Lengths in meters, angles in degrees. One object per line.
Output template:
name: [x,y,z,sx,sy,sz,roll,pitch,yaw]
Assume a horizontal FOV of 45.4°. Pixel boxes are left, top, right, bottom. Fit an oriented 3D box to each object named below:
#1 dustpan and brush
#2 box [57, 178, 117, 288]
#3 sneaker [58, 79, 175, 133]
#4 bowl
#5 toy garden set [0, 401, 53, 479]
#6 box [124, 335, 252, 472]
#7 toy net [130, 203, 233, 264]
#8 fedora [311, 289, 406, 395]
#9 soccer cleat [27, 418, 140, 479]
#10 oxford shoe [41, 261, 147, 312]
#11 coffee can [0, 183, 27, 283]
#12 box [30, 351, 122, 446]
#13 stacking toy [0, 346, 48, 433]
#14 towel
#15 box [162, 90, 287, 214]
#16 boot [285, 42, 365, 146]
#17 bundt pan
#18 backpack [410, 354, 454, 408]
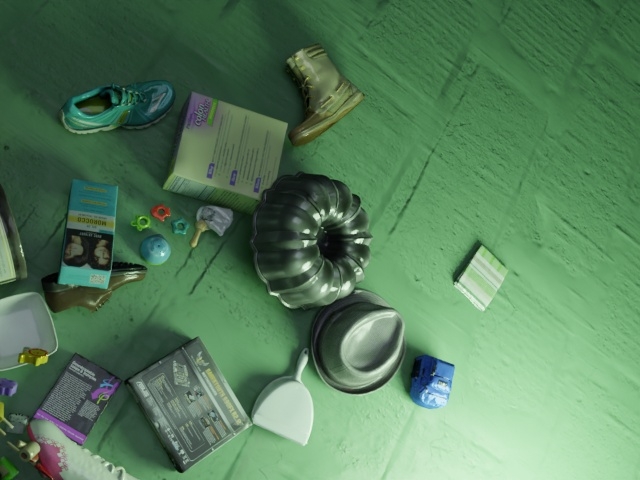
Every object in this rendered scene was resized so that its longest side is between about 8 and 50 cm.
dustpan and brush: [-0.063,0.344,1.760,0.147,0.060,0.211,28,73,-15]
box: [-0.489,-0.017,1.617,0.100,0.060,0.244,8,48,-20]
sneaker: [-0.453,-0.309,1.741,0.275,0.110,0.107,-21,84,-27]
bowl: [-0.621,0.187,1.560,0.141,0.053,0.142,-18,84,-26]
toy garden set: [-0.615,0.406,1.427,0.244,0.203,0.049,48,20,-3]
box: [-0.285,0.352,1.655,0.183,0.056,0.231,-32,89,-28]
toy net: [-0.314,-0.035,1.762,0.232,0.045,0.122,-23,83,-28]
fedora: [0.111,0.235,1.820,0.275,0.124,0.244,-32,90,-27]
soccer cleat: [-0.447,0.472,1.515,0.143,0.116,0.331,-32,97,-13]
oxford shoe: [-0.478,0.101,1.643,0.227,0.082,0.096,-14,108,-31]
coffee can: [-0.734,0.015,1.475,0.275,0.201,0.202,-17,82,-26]
box: [-0.502,0.330,1.584,0.116,0.029,0.162,35,66,-12]
stacking toy: [-0.657,0.273,1.483,0.221,0.052,0.167,14,103,-13]
towel: [0.432,0.100,2.057,0.113,0.023,0.152,44,61,-9]
box: [-0.224,-0.200,1.804,0.242,0.117,0.214,16,70,-19]
boot: [-0.032,-0.374,1.947,0.262,0.095,0.203,-41,94,-29]
bundt pan: [0.000,0.000,1.773,0.330,0.124,0.331,2,87,-44]
backpack: [0.272,0.348,1.872,0.097,0.101,0.120,20,72,-10]
